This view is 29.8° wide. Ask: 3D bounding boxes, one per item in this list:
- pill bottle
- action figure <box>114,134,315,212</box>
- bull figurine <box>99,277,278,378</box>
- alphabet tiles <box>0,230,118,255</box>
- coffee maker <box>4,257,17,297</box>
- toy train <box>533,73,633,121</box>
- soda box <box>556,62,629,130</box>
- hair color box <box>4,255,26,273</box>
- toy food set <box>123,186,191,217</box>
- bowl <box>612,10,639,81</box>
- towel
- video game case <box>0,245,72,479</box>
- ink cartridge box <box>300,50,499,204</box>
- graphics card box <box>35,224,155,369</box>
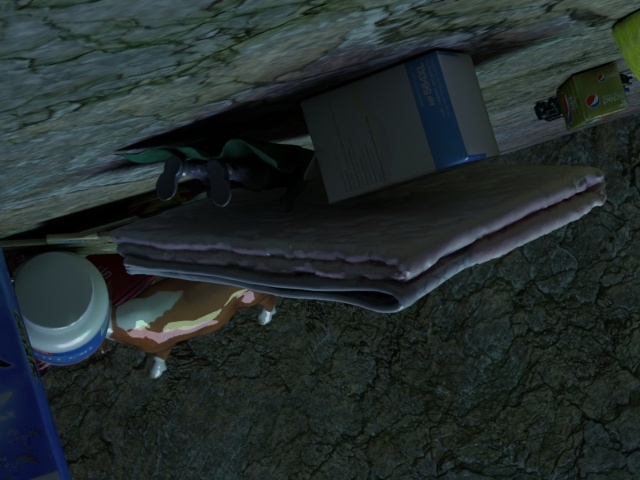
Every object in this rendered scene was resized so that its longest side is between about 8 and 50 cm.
[{"bbox_3d":[-0.320,0.080,1.464,0.124,0.124,0.221,-17,170,-12],"label":"pill bottle"},{"bbox_3d":[-0.058,-0.060,1.028,0.137,0.063,0.232,8,-172,20],"label":"action figure"},{"bbox_3d":[-0.195,0.098,1.684,0.310,0.101,0.188,-21,157,-10],"label":"bull figurine"},{"bbox_3d":[-0.217,0.001,1.475,0.343,0.011,0.285,-3,176,-11],"label":"alphabet tiles"},{"bbox_3d":[-0.421,0.061,1.273,0.178,0.120,0.171,-18,155,-20],"label":"coffee maker"},{"bbox_3d":[0.387,-0.207,1.764,0.158,0.036,0.027,-18,179,37],"label":"toy train"},{"bbox_3d":[0.357,-0.188,1.590,0.058,0.061,0.181,-17,179,4],"label":"soda box"},{"bbox_3d":[-0.444,0.053,1.507,0.093,0.053,0.167,-18,180,15],"label":"hair color box"},{"bbox_3d":[-0.191,-0.043,1.405,0.083,0.020,0.082,-17,179,23],"label":"toy food set"},{"bbox_3d":[0.433,-0.170,1.108,0.289,0.156,0.289,-18,179,0],"label":"bowl"},{"bbox_3d":[0.035,-0.017,1.068,0.332,0.053,0.317,5,-161,40],"label":"towel"},{"bbox_3d":[-0.354,0.131,0.977,0.244,0.269,0.061,-18,177,-7],"label":"video game case"},{"bbox_3d":[0.057,-0.089,0.985,0.143,0.090,0.092,-16,179,25],"label":"ink cartridge box"},{"bbox_3d":[-0.373,0.104,1.866,0.233,0.094,0.371,-41,-179,-15],"label":"graphics card box"}]
